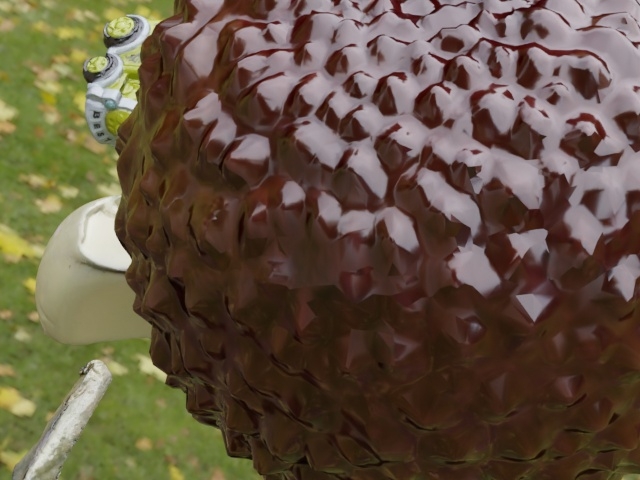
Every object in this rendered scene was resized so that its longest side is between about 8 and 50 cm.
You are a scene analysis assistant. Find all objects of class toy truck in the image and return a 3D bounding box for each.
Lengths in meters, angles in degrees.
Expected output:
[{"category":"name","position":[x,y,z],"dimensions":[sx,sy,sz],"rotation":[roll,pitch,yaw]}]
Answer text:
[{"category":"toy truck","position":[-0.136,-0.121,0.955],"dimensions":[0.077,0.111,0.076],"rotation":[7,-35,18]}]

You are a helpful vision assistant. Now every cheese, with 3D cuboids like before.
[{"category":"cheese","position":[-0.226,0.053,1.558],"dimensions":[0.266,0.233,0.127],"rotation":[3,51,-12]}]

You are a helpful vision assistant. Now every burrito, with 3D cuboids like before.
[{"category":"burrito","position":[-0.253,0.190,1.187],"dimensions":[0.042,0.171,0.051],"rotation":[30,-30,-1]}]

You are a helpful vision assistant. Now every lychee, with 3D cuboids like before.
[{"category":"lychee","position":[0.055,-0.015,0.511],"dimensions":[0.275,0.304,0.276],"rotation":[4,30,-3]}]
